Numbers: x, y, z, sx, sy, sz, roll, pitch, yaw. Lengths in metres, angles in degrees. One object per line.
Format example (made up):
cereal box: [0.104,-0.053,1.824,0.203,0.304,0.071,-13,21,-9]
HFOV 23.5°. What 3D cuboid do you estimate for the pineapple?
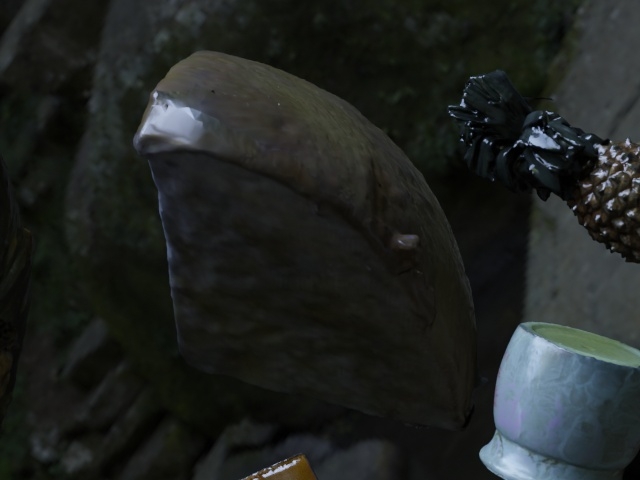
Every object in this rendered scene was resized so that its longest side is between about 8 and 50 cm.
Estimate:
pineapple: [0.148,-0.045,0.902,0.074,0.159,0.074,-57,-13,-20]

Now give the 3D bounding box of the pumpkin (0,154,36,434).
pumpkin: [-0.258,0.082,1.021,0.258,0.095,0.290,85,-164,-65]

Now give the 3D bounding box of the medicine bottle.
medicine bottle: [0.231,0.161,1.424,0.147,0.147,0.143,-95,20,-81]

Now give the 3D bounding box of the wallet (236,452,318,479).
wallet: [-0.046,0.335,1.592,0.161,0.195,0.042,-23,-23,-20]

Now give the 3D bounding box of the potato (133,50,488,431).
potato: [0.013,-0.033,0.966,0.264,0.211,0.189,84,-159,-52]
